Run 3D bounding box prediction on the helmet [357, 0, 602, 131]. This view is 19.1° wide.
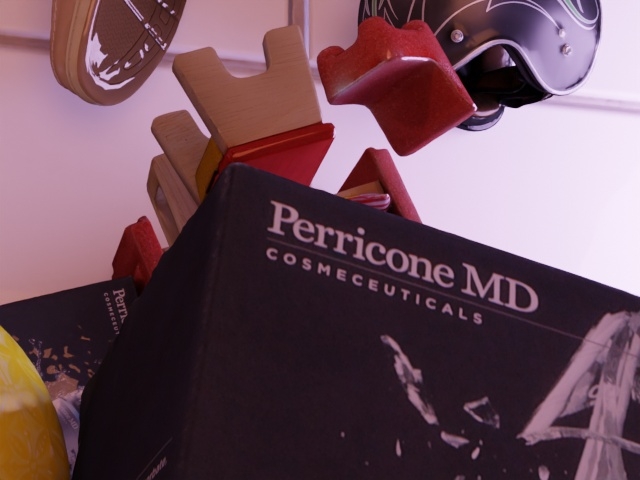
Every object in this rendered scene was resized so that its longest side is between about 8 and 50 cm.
[{"bbox_3d":[0.109,-0.166,1.402,0.161,0.169,0.169,23,68,-25],"label":"helmet"}]

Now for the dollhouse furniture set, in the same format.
[{"bbox_3d":[0.000,0.000,1.208,0.201,0.374,0.152,-18,75,-18],"label":"dollhouse furniture set"}]

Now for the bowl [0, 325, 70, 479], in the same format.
[{"bbox_3d":[-0.307,0.151,1.129,0.289,0.156,0.289,-2,81,10],"label":"bowl"}]

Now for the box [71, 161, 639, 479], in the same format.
[{"bbox_3d":[0.092,0.283,1.024,0.480,0.297,0.472,18,51,-14],"label":"box"}]

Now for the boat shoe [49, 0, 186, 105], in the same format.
[{"bbox_3d":[-0.156,-0.236,1.389,0.098,0.109,0.302,0,69,26],"label":"boat shoe"}]

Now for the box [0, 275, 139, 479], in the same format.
[{"bbox_3d":[-0.185,0.122,1.267,0.158,0.093,0.156,-14,78,-20],"label":"box"}]
